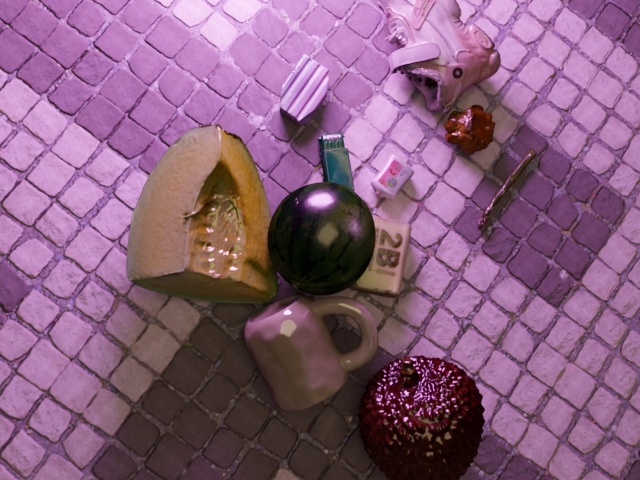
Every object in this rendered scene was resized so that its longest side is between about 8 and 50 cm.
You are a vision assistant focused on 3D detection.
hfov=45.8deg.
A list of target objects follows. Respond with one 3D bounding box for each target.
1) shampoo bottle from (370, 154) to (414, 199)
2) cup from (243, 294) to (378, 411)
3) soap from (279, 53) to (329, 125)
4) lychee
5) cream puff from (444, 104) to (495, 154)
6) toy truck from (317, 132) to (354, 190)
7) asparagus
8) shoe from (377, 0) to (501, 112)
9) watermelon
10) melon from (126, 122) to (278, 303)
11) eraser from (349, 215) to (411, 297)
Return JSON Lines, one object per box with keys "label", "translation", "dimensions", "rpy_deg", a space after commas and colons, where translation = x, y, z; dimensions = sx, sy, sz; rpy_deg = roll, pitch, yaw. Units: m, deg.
{"label": "shampoo bottle", "translation": [0.163, -0.142, 1.768], "dimensions": [0.072, 0.043, 0.099], "rpy_deg": [38, 78, -1]}
{"label": "cup", "translation": [-0.023, 0.221, 1.575], "dimensions": [0.173, 0.255, 0.202], "rpy_deg": [-37, 104, -54]}
{"label": "soap", "translation": [-0.039, -0.344, 1.761], "dimensions": [0.100, 0.056, 0.149], "rpy_deg": [33, 78, -1]}
{"label": "lychee", "translation": [0.208, 0.378, 1.584], "dimensions": [0.276, 0.276, 0.304], "rpy_deg": [-22, 110, -11]}
{"label": "cream puff", "translation": [0.351, -0.260, 1.795], "dimensions": [0.122, 0.094, 0.116], "rpy_deg": [-6, 85, -33]}
{"label": "toy truck", "translation": [0.032, -0.175, 1.736], "dimensions": [0.065, 0.079, 0.147], "rpy_deg": [-7, 80, -9]}
{"label": "asparagus", "translation": [0.444, -0.125, 1.818], "dimensions": [0.024, 0.025, 0.248], "rpy_deg": [42, 77, -16]}
{"label": "shoe", "translation": [0.240, -0.467, 1.765], "dimensions": [0.351, 0.172, 0.198], "rpy_deg": [43, 81, 1]}
{"label": "watermelon", "translation": [0.002, -0.004, 1.621], "dimensions": [0.242, 0.242, 0.242], "rpy_deg": [1, 81, -8]}
{"label": "melon", "translation": [-0.230, -0.058, 1.615], "dimensions": [0.331, 0.226, 0.343], "rpy_deg": [8, 69, -10]}
{"label": "eraser", "translation": [0.137, 0.037, 1.729], "dimensions": [0.117, 0.058, 0.172], "rpy_deg": [12, 80, -6]}
